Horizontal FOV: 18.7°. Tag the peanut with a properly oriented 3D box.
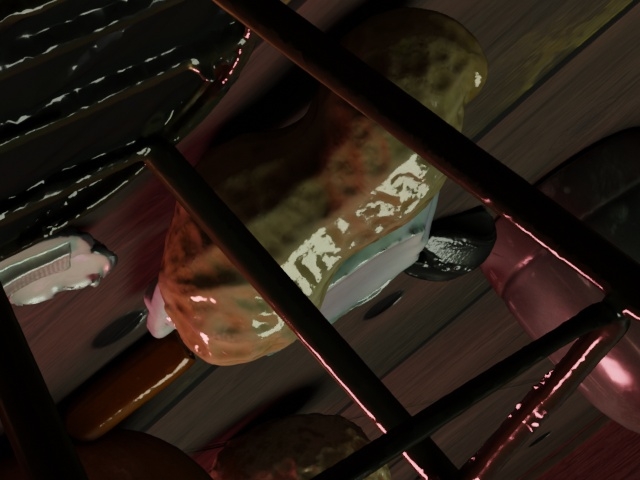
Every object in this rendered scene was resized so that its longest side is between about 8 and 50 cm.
[{"bbox_3d":[-0.004,-0.040,1.340,0.298,0.136,0.120,-44,-158,15],"label":"peanut"}]

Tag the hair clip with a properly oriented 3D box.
[{"bbox_3d":[-0.212,0.036,1.280,0.172,0.049,0.116,-33,169,-16],"label":"hair clip"}]

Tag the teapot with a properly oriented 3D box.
[{"bbox_3d":[0.366,0.065,2.047,0.315,0.312,0.233,-21,161,-41],"label":"teapot"}]

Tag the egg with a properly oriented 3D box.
[{"bbox_3d":[-0.034,0.289,2.109,0.233,0.195,0.195,-40,164,2],"label":"egg"}]

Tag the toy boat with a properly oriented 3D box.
[{"bbox_3d":[0.000,0.000,1.510,0.290,0.100,0.199,-31,163,-19],"label":"toy boat"}]

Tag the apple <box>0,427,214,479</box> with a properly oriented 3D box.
[{"bbox_3d":[-0.208,0.346,1.696,0.338,0.305,0.338,-28,160,-11],"label":"apple"}]

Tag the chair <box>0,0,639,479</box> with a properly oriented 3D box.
[{"bbox_3d":[-0.057,0.069,1.019,0.365,0.410,0.362,-28,163,-25],"label":"chair"}]

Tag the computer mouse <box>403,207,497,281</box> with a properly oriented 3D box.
[{"bbox_3d":[0.130,0.010,1.895,0.135,0.047,0.079,-9,149,-53],"label":"computer mouse"}]

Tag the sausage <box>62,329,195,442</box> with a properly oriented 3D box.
[{"bbox_3d":[-0.163,0.123,1.636,0.131,0.041,0.039,-38,-175,11],"label":"sausage"}]
